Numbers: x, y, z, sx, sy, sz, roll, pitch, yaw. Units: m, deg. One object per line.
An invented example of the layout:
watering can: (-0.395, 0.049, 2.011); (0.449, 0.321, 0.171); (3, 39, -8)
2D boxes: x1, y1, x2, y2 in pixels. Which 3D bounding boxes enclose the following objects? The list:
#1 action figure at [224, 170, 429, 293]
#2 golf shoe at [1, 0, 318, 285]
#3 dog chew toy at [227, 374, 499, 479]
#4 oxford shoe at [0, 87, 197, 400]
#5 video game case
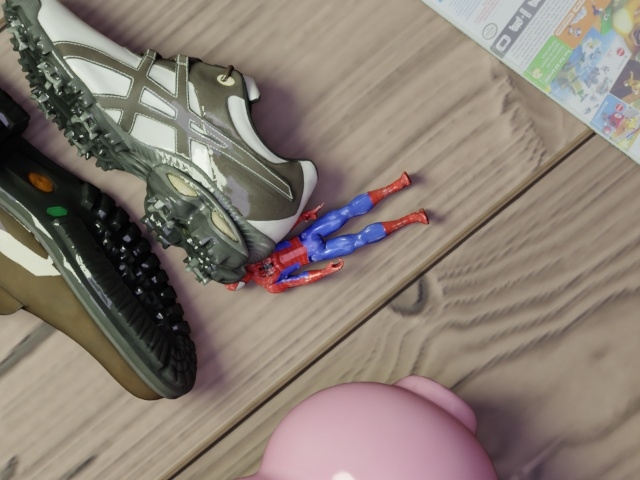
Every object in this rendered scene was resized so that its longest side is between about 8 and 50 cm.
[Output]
action figure: (0.000, 0.000, 1.015); (0.115, 0.030, 0.038); (-25, 97, 5)
golf shoe: (-0.086, -0.072, 1.000); (0.094, 0.077, 0.198); (-42, 91, -16)
dog chew toy: (-0.024, 0.214, 0.940); (0.207, 0.206, 0.332); (33, 74, 0)
oxford shoe: (-0.158, 0.008, 1.005); (0.227, 0.083, 0.096); (47, 113, 0)
video game case: (0.148, -0.132, 1.008); (0.166, 0.015, 0.119); (37, 93, 0)
